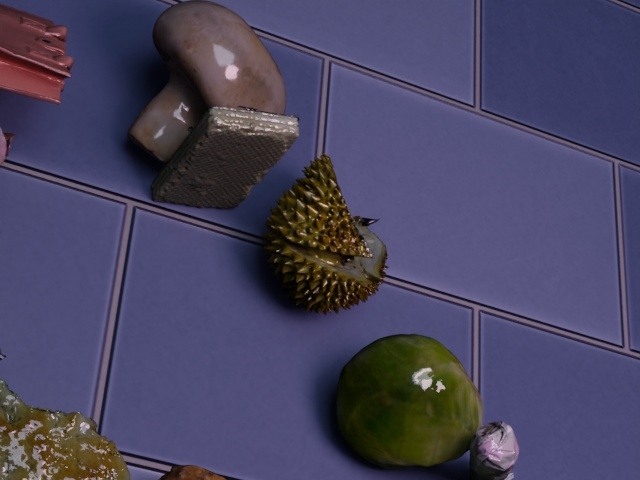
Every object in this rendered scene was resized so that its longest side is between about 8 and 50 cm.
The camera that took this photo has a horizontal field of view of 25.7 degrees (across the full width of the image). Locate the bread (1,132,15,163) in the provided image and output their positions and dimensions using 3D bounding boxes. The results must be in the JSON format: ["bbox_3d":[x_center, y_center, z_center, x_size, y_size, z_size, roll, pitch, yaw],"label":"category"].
[{"bbox_3d":[-0.449,-0.095,1.614,0.192,0.067,0.119,10,59,-24],"label":"bread"}]

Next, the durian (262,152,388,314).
[{"bbox_3d":[0.000,0.000,1.777,0.193,0.138,0.237,62,11,4],"label":"durian"}]

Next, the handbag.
[{"bbox_3d":[-0.377,-0.236,1.673,0.157,0.059,0.212,15,20,-22],"label":"handbag"}]

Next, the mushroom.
[{"bbox_3d":[-0.144,-0.194,1.791,0.206,0.209,0.206,31,24,-15],"label":"mushroom"}]

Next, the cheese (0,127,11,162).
[{"bbox_3d":[-0.442,-0.146,1.559,0.189,0.074,0.286,10,36,-26],"label":"cheese"}]

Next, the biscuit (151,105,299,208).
[{"bbox_3d":[-0.118,-0.098,1.715,0.121,0.199,0.040,6,61,-26],"label":"biscuit"}]

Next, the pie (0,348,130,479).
[{"bbox_3d":[-0.374,0.233,1.466,0.371,0.078,0.296,43,51,1],"label":"pie"}]

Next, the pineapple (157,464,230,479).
[{"bbox_3d":[-0.154,0.344,1.514,0.108,0.108,0.197,27,63,-14],"label":"pineapple"}]

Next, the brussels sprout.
[{"bbox_3d":[0.110,0.195,1.709,0.181,0.144,0.161,3,78,-26],"label":"brussels sprout"}]

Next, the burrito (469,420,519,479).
[{"bbox_3d":[0.210,0.265,1.704,0.064,0.203,0.064,-2,70,5],"label":"burrito"}]
